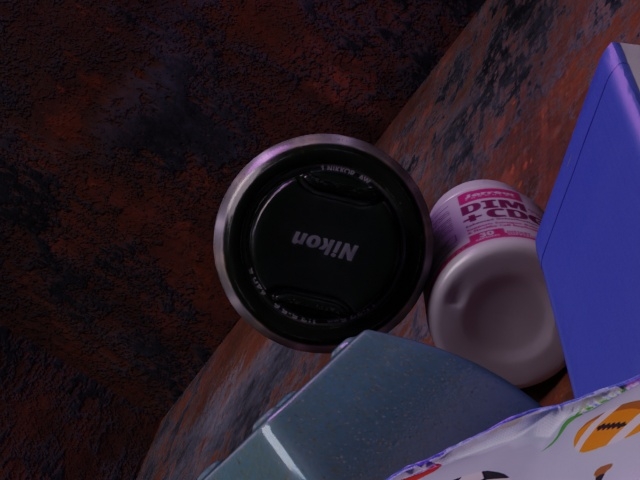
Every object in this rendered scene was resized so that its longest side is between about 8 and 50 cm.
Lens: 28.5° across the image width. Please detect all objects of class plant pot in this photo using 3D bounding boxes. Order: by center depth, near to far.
[{"bbox_3d":[0.049,0.220,0.975,0.247,0.252,0.248,-38,-7,-43],"label":"plant pot"}]

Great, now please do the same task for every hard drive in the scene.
[{"bbox_3d":[0.223,0.032,0.899,0.318,0.040,0.210,-93,12,-50],"label":"hard drive"}]

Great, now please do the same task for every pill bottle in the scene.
[{"bbox_3d":[0.188,0.034,1.364,0.160,0.160,0.283,-55,9,15],"label":"pill bottle"}]

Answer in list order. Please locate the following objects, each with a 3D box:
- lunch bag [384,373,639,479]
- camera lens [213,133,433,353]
[{"bbox_3d":[0.114,0.227,0.504,0.328,0.239,0.385,-28,34,18],"label":"lunch bag"},{"bbox_3d":[0.000,0.000,1.350,0.219,0.219,0.274,-57,3,1],"label":"camera lens"}]
